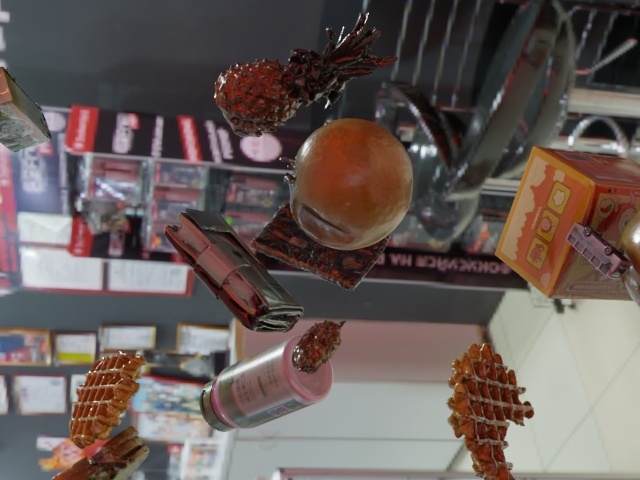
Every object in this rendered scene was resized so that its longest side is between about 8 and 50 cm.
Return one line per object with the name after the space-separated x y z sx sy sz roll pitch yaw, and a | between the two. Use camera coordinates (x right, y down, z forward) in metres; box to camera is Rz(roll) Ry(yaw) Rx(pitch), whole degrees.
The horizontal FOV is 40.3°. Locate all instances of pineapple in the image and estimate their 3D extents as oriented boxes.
-0.025 -0.322 1.740 0.165 0.364 0.166 -19 -90 -79 | pineapple

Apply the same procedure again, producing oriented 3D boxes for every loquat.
0.039 -0.085 1.335 0.213 0.213 0.213 -176 90 -79 | loquat

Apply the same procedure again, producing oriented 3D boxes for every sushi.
0.001 0.161 1.326 0.060 0.061 0.118 -6 44 44 | sushi

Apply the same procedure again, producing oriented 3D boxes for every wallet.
-0.148 0.054 1.523 0.075 0.250 0.176 -47 -19 11 | wallet

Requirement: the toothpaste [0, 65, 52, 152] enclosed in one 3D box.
-0.560 -0.229 1.564 0.313 0.089 0.071 136 115 -82 | toothpaste

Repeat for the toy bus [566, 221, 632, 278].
0.486 0.017 1.532 0.052 0.037 0.131 -62 36 22 | toy bus

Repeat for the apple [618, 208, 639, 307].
0.658 0.037 1.530 0.234 0.256 0.257 -99 15 -68 | apple

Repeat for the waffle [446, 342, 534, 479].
0.331 0.346 1.740 0.069 0.260 0.293 -26 20 33 | waffle

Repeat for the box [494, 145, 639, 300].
0.565 -0.029 1.811 0.214 0.283 0.260 47 128 54 | box

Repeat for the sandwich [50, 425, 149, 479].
-0.556 0.576 2.092 0.095 0.273 0.249 52 134 8 | sandwich

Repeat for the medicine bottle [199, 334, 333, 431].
-0.112 0.285 1.688 0.274 0.133 0.133 -30 50 37 | medicine bottle

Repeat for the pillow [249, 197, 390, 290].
0.002 0.000 1.821 0.189 0.255 0.034 -52 -25 -41 | pillow

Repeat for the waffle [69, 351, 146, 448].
-0.533 0.374 2.148 0.309 0.065 0.283 -48 29 15 | waffle
